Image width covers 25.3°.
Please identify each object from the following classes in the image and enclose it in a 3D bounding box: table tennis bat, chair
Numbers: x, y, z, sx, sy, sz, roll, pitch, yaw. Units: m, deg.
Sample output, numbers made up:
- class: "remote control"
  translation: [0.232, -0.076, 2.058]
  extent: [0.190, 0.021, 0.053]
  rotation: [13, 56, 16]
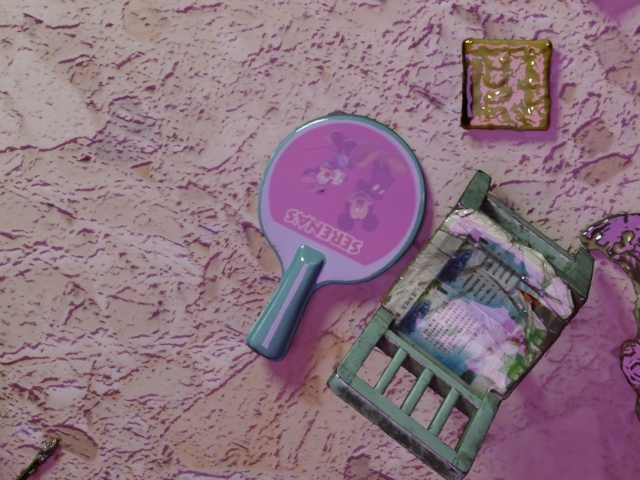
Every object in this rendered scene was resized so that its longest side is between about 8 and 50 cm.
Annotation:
- class: "table tennis bat"
  translation: [0.000, 0.000, 1.321]
  extent: [0.153, 0.040, 0.244]
  rotation: [28, 98, 4]
- class: "chair"
  translation: [0.126, 0.059, 1.179]
  extent: [0.136, 0.270, 0.147]
  rotation: [38, 111, 3]

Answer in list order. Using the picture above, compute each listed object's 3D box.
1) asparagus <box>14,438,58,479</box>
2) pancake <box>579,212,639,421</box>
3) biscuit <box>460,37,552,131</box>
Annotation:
- class: "asparagus"
  translation: [-0.312, 0.256, 1.422]
  extent: [0.166, 0.016, 0.013]
  rotation: [-50, 47, 14]
- class: "pancake"
  translation: [0.304, 0.071, 1.285]
  extent: [0.184, 0.020, 0.190]
  rotation: [20, 100, 6]
- class: "biscuit"
  translation: [0.166, -0.139, 1.276]
  extent: [0.081, 0.018, 0.083]
  rotation: [1, 99, 9]
